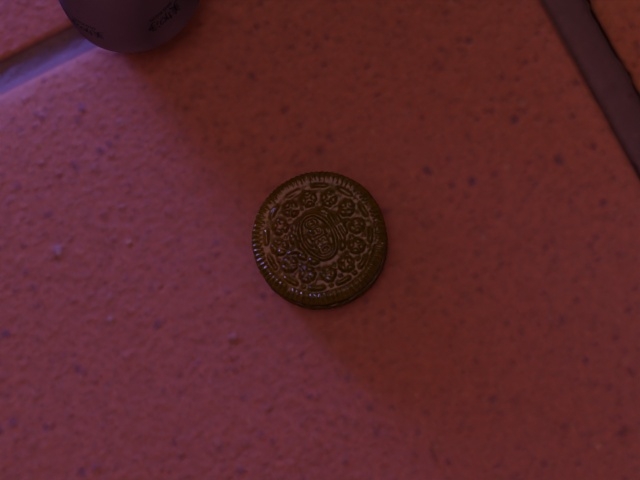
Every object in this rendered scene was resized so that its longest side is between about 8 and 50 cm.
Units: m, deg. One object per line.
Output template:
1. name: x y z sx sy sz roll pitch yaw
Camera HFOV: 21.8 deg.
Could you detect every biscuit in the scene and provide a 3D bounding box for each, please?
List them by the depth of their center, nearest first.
1. biscuit: 0.000 0.000 1.008 0.084 0.023 0.084 -2 75 9

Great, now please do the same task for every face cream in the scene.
1. face cream: -0.122 -0.166 1.028 0.091 0.095 0.091 -2 78 9
